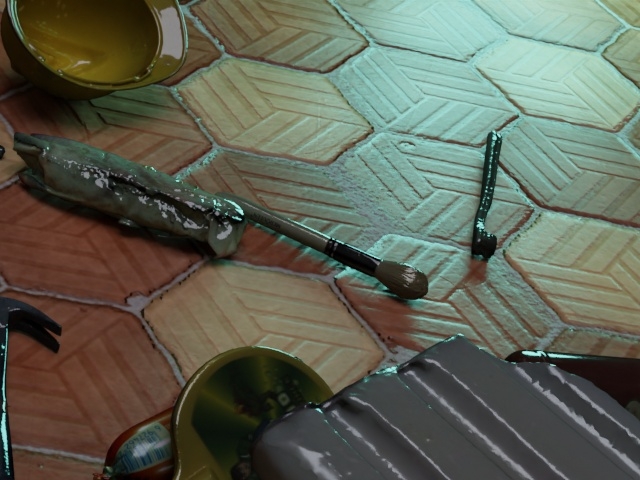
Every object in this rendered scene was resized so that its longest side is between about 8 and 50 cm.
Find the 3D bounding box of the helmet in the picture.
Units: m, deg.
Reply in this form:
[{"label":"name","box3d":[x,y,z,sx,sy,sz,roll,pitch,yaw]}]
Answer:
[{"label":"helmet","box3d":[-0.321,-0.264,2.169,0.257,0.140,0.205,3,68,-36]}]

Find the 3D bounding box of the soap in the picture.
[{"label":"soap","box3d":[0.175,0.302,1.473,0.435,0.213,0.350,39,44,26]}]

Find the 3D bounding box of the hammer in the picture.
[{"label":"hammer","box3d":[-0.328,0.154,1.661,0.137,0.037,0.290,3,35,-15]}]

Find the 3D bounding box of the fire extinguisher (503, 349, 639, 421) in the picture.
[{"label":"fire extinguisher","box3d":[0.280,0.191,1.805,0.344,0.102,0.138,5,70,-16]}]

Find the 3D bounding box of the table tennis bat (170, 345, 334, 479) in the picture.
[{"label":"table tennis bat","box3d":[-0.093,0.225,1.589,0.321,0.050,0.198,-32,91,-40]}]

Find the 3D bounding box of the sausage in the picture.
[{"label":"sausage","box3d":[-0.120,0.192,1.654,0.264,0.083,0.083,-21,48,-39]}]

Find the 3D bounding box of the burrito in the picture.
[{"label":"burrito","box3d":[-0.233,-0.061,1.979,0.309,0.066,0.096,21,29,8]}]

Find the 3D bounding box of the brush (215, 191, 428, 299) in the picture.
[{"label":"brush","box3d":[0.000,0.000,2.014,0.299,0.039,0.042,26,74,18]}]

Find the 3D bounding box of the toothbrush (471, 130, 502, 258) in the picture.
[{"label":"toothbrush","box3d":[0.225,-0.066,2.198,0.030,0.030,0.297,22,34,-5]}]

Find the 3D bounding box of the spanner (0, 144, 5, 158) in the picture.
[{"label":"spanner","box3d":[-0.483,-0.163,2.070,0.054,0.015,0.254,-19,47,-43]}]
